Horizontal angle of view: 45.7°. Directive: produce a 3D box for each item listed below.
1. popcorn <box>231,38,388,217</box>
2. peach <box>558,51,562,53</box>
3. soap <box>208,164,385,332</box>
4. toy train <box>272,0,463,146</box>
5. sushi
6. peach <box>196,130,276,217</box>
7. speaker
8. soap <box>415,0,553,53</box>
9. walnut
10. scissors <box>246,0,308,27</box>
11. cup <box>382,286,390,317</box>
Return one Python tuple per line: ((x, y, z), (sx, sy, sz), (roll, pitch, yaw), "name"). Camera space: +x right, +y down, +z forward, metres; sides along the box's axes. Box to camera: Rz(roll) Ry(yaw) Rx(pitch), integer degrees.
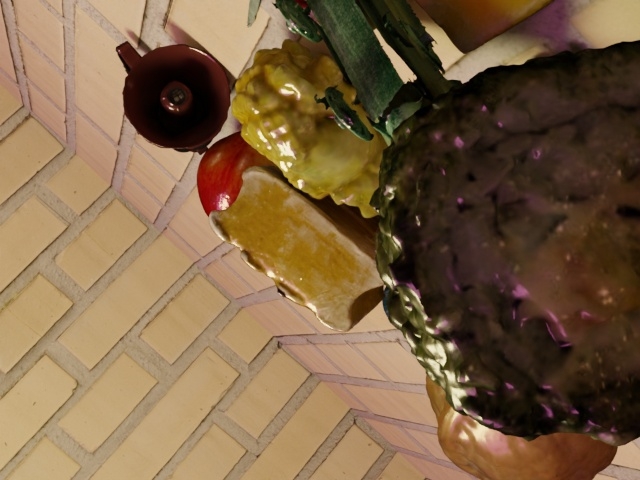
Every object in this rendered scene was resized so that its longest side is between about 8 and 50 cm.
((-0.009, -0.168, 1.145), (0.286, 0.174, 0.225), (39, 180, -29), "popcorn")
((0.274, -0.009, 0.863), (0.258, 0.201, 0.361), (30, 159, 29), "peach")
((0.000, 0.000, 1.307), (0.293, 0.156, 0.335), (42, -166, 9), "soap")
((0.072, -0.204, 0.814), (0.189, 0.126, 0.307), (15, -141, -42), "toy train")
((0.220, 0.004, 0.605), (0.178, 0.352, 0.294), (113, 145, -85), "sushi")
((-0.164, -0.112, 1.521), (0.197, 0.197, 0.197), (37, 162, 14), "peach")
((-0.322, -0.273, 1.515), (0.259, 0.198, 0.329), (26, 173, -13), "speaker")
((0.159, -0.291, 0.624), (0.199, 0.091, 0.315), (46, 161, -10), "soap")
((0.325, 0.261, 1.239), (0.306, 0.306, 0.344), (27, 172, 38), "walnut")
((-0.090, -0.365, 1.082), (0.144, 0.017, 0.248), (47, 162, -17), "scissors")
((0.210, 0.120, 1.446), (0.150, 0.113, 0.138), (37, 161, -7), "cup")
